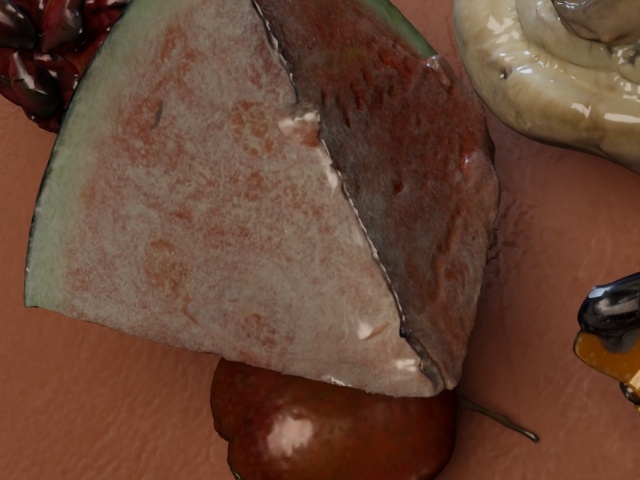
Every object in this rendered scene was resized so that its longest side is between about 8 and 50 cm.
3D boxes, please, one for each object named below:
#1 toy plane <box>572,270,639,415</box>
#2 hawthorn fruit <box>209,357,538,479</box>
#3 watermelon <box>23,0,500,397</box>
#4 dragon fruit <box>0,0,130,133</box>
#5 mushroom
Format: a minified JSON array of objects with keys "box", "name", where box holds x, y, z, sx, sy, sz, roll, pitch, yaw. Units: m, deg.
[{"box":[0.312,0.010,1.125,0.316,0.204,0.103,-46,28,-10],"name":"toy plane"},{"box":[0.033,0.113,1.190,0.203,0.162,0.162,-20,72,-6],"name":"hawthorn fruit"},{"box":[-0.024,-0.001,1.144,0.250,0.283,0.292,-35,49,44],"name":"watermelon"},{"box":[-0.170,-0.181,1.281,0.293,0.234,0.234,28,89,43],"name":"dragon fruit"},{"box":[0.205,-0.160,1.129,0.260,0.234,0.254,-22,69,15],"name":"mushroom"}]
